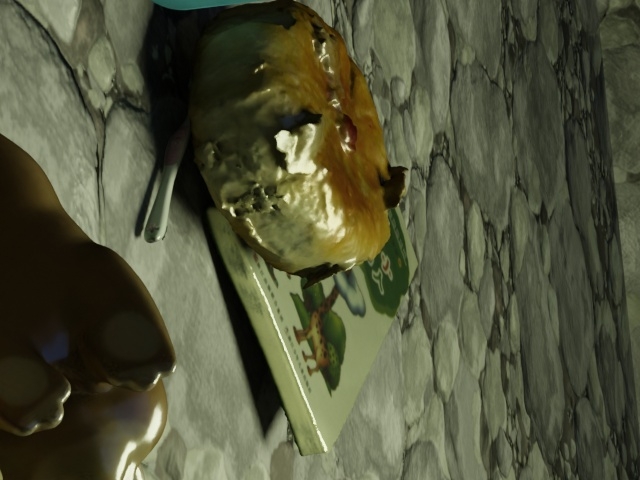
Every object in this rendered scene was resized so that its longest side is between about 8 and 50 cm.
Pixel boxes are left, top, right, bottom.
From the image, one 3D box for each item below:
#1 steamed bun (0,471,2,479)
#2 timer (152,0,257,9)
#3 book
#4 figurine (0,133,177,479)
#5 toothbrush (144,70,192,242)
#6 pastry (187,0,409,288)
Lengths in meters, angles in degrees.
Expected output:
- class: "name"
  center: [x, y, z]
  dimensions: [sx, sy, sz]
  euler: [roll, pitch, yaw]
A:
- class: "steamed bun"
  center: [-0.256, 0.038, 0.915]
  dimensions: [0.247, 0.189, 0.428]
  euler: [-19, 101, -44]
- class: "timer"
  center: [-0.067, -0.286, 1.508]
  dimensions: [0.091, 0.231, 0.250]
  euler: [-68, 146, -51]
- class: "book"
  center: [0.000, 0.000, 1.879]
  dimensions: [0.371, 0.043, 0.260]
  euler: [-62, 135, -59]
- class: "figurine"
  center: [-0.192, 0.066, 1.163]
  dimensions: [0.177, 0.247, 0.173]
  euler: [-46, 170, -36]
- class: "toothbrush"
  center: [-0.117, -0.070, 1.626]
  dimensions: [0.204, 0.017, 0.022]
  euler: [-79, 155, -43]
- class: "pastry"
  center: [-0.017, -0.093, 1.695]
  dimensions: [0.236, 0.120, 0.257]
  euler: [65, 24, -22]
